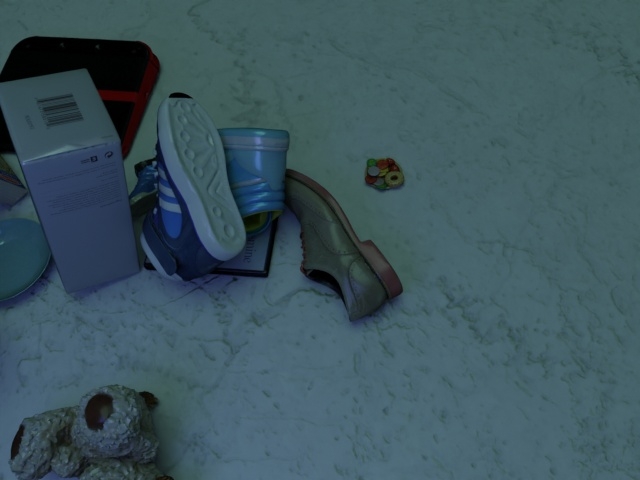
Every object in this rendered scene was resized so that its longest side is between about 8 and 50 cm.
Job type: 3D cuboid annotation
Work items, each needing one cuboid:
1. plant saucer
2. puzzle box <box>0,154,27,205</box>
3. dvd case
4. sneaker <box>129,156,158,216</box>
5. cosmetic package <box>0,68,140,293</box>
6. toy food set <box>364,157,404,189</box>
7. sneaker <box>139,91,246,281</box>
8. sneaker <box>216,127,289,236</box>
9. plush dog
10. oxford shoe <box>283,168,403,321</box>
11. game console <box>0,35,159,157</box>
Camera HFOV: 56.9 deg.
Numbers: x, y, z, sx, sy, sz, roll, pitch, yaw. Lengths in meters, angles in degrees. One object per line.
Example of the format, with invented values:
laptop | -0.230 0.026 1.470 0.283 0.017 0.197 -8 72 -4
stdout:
plant saucer | -0.634 0.044 1.195 0.195 0.037 0.194 -2 60 3
puzzle box | -0.788 -0.221 1.136 0.052 0.409 0.272 -44 73 2
dvd case | -0.218 -0.015 1.204 0.253 0.022 0.180 3 60 6
sneaker | -0.377 -0.119 1.255 0.085 0.058 0.152 37 65 17
cosmetic package | -0.435 -0.092 1.056 0.155 0.365 0.197 -19 58 -24
toy food set | 0.133 -0.142 1.249 0.083 0.020 0.083 -8 60 0
sneaker | -0.281 -0.081 1.099 0.236 0.130 0.322 -22 86 36
sneaker | -0.189 -0.116 1.181 0.127 0.208 0.319 -8 11 -42
plush dog | -0.324 0.358 0.930 0.262 0.211 0.225 -24 72 22
oxford shoe | 0.000 0.000 1.122 0.130 0.123 0.348 -36 62 -10
game console | -0.604 -0.346 1.418 0.387 0.060 0.341 5 66 9
